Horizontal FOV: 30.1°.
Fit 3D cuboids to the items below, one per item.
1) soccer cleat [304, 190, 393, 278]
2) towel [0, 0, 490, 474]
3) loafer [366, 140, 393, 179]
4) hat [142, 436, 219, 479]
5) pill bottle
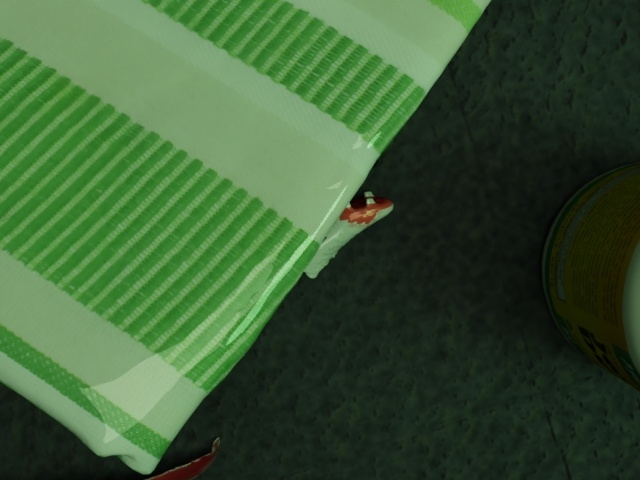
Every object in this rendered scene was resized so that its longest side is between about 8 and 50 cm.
[{"bbox_3d":[0.000,0.000,0.619,0.083,0.029,0.036,-19,105,0],"label":"soccer cleat"},{"bbox_3d":[-0.080,-0.092,0.539,0.247,0.038,0.325,32,78,9],"label":"towel"},{"bbox_3d":[-0.095,-0.047,0.577,0.267,0.084,0.096,-9,97,-4],"label":"loafer"},{"bbox_3d":[-0.195,0.183,0.621,0.208,0.183,0.173,2,88,37],"label":"hat"},{"bbox_3d":[0.183,0.024,0.544,0.117,0.208,0.118,0,95,-5],"label":"pill bottle"}]
